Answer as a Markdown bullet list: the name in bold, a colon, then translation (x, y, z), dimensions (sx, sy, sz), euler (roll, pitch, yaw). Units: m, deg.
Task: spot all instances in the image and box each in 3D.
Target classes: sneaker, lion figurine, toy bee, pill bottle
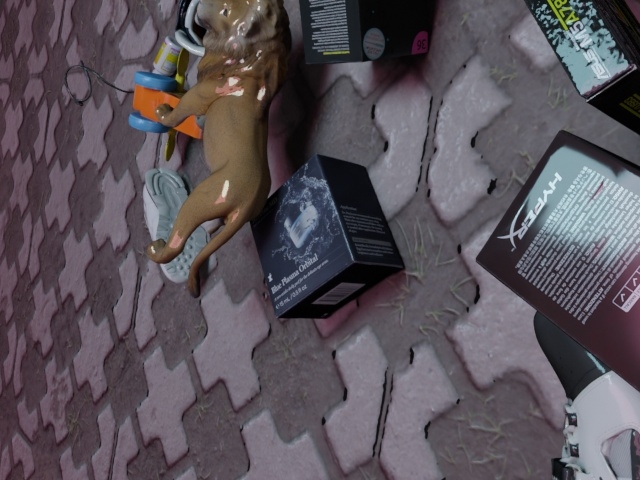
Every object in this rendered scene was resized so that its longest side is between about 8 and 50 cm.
- **sneaker**: translation (-0.270, -0.017, 1.065), dimensions (0.094, 0.090, 0.235), euler (-52, 47, 45)
- **lion figurine**: translation (-0.122, -0.133, 0.799), dimensions (0.240, 0.142, 0.391), euler (-18, 74, 41)
- **toy bee**: translation (-0.279, -0.264, 1.064), dimensions (0.298, 0.162, 0.195), euler (42, 117, 11)
- **pill bottle**: translation (-0.298, -0.353, 1.151), dimensions (0.083, 0.043, 0.043), euler (-51, 52, 29)
- **sneaker**: translation (0.229, 0.205, 0.458), dimensions (0.146, 0.122, 0.330), euler (-32, 60, 16)
- **sneaker**: translation (-0.185, -0.373, 0.981), dimensions (0.321, 0.128, 0.126), euler (36, 112, 44)

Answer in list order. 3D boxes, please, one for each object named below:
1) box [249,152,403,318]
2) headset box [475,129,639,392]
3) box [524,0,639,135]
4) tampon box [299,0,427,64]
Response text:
- **box**: translation (0.000, 0.000, 0.765), dimensions (0.156, 0.093, 0.158), euler (-39, 58, 36)
- **headset box**: translation (0.284, 0.060, 0.374), dimensions (0.293, 0.218, 0.110), euler (46, 117, 40)
- **box**: translation (0.228, -0.175, 0.485), dimensions (0.045, 0.184, 0.190), euler (-35, 62, 35)
- **tampon box**: translation (0.050, -0.296, 0.693), dimensions (0.102, 0.121, 0.160), euler (17, 120, 46)
